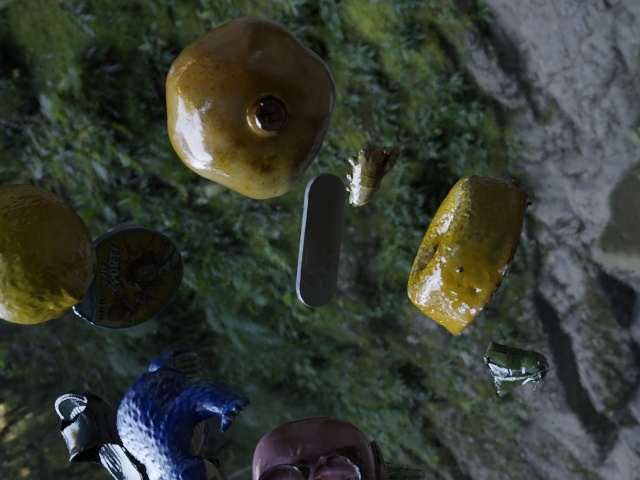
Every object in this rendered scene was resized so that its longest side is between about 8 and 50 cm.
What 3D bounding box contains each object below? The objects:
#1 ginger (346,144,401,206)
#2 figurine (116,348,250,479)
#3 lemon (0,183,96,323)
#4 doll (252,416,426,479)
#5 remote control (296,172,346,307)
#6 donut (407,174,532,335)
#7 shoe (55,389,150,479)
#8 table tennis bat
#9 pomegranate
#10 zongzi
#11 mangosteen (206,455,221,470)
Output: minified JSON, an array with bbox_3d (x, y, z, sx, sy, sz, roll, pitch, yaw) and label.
[{"bbox_3d":[0.118,-0.168,2.379,0.081,0.205,0.115,47,-149,23],"label":"ginger"},{"bbox_3d":[-0.179,0.233,1.123,0.262,0.120,0.164,22,101,64],"label":"figurine"},{"bbox_3d":[-0.416,0.017,1.300,0.256,0.188,0.188,32,159,31],"label":"lemon"},{"bbox_3d":[-0.001,0.342,1.214,0.268,0.284,0.217,62,-159,-75],"label":"doll"},{"bbox_3d":[0.000,0.000,1.687,0.022,0.077,0.245,-159,74,-64],"label":"remote control"},{"bbox_3d":[0.228,0.012,1.490,0.108,0.278,0.277,24,177,-2],"label":"donut"},{"bbox_3d":[-0.425,0.392,1.772,0.241,0.108,0.093,48,-146,0],"label":"shoe"},{"bbox_3d":[-0.416,0.079,1.818,0.044,0.329,0.215,31,120,48],"label":"table tennis bat"},{"bbox_3d":[-0.152,-0.300,2.137,0.417,0.416,0.417,64,176,7],"label":"pomegranate"},{"bbox_3d":[0.333,0.227,1.539,0.109,0.055,0.119,9,134,38],"label":"zongzi"},{"bbox_3d":[-0.328,0.486,1.970,0.184,0.172,0.172,33,163,24],"label":"mangosteen"}]
